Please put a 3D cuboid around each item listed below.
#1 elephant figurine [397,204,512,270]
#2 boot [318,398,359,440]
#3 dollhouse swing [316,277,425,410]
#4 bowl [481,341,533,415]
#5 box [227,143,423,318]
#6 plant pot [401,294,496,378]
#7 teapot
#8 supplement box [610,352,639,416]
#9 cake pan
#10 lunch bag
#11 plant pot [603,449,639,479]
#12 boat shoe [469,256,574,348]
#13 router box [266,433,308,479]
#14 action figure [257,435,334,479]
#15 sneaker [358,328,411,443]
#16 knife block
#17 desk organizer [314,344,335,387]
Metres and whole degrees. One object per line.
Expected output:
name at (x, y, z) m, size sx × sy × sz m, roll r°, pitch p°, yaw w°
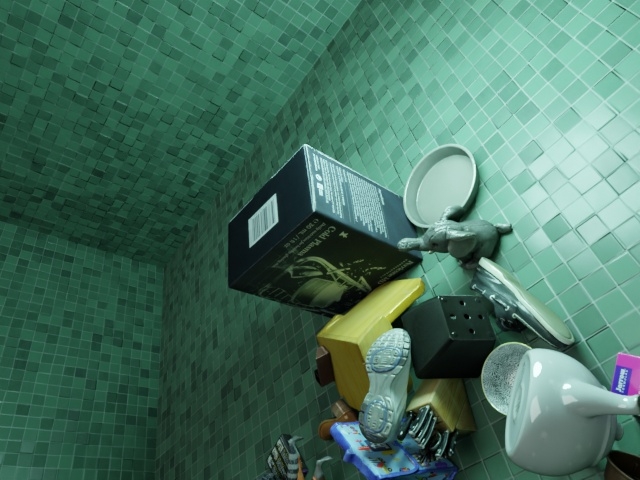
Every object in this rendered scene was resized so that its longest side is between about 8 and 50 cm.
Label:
elephant figurine at (0.374, -0.010, 1.341) m, size 0.169 × 0.239 × 0.186 m, roll 21°, pitch 89°, yaw 57°
boot at (0.072, 0.639, 1.565) m, size 0.152 × 0.073 × 0.197 m, roll 47°, pitch 130°, yaw 36°
dollhouse swing at (0.201, 0.323, 1.491) m, size 0.315 × 0.305 × 0.347 m, roll 68°, pitch 158°, yaw 0°
bowl at (0.481, 0.337, 1.141) m, size 0.170 × 0.080 × 0.170 m, roll -32°, pitch 47°, yaw 42°
box at (0.000, 0.000, 1.654) m, size 0.480 × 0.472 × 0.297 m, roll -40°, pitch 44°, yaw 36°
plant pot at (0.346, 0.239, 1.245) m, size 0.167 × 0.188 × 0.187 m, roll 112°, pitch 156°, yaw -49°
teapot at (0.475, 0.343, 0.922) m, size 0.187 × 0.256 × 0.252 m, roll 13°, pitch 103°, yaw 16°
supplement box at (0.672, 0.291, 0.871) m, size 0.220 × 0.114 × 0.111 m, roll 3°, pitch 76°, yaw 57°
cake pan at (0.398, -0.172, 1.567) m, size 0.293 × 0.054 × 0.293 m, roll -31°, pitch 48°, yaw 42°
lunch bag at (0.169, 0.576, 1.255) m, size 0.221 × 0.293 × 0.138 m, roll 32°, pitch 99°, yaw 56°
plant pot at (0.579, 0.500, 0.856) m, size 0.167 × 0.167 × 0.165 m, roll 26°, pitch 102°, yaw 57°
boat shoe at (0.480, 0.172, 1.194) m, size 0.113 × 0.127 × 0.340 m, roll -58°, pitch 33°, yaw 18°
router box at (-0.126, 0.828, 1.755) m, size 0.133 × 0.046 × 0.179 m, roll -61°, pitch 34°, yaw 10°
action figure at (-0.117, 0.828, 1.580) m, size 0.341 × 0.178 × 0.330 m, roll 9°, pitch 76°, yaw 41°
sneaker at (0.177, 0.375, 1.238) m, size 0.111 × 0.129 × 0.297 m, roll 3°, pitch 63°, yaw 32°
knife block at (0.281, 0.425, 1.228) m, size 0.088 × 0.242 × 0.275 m, roll -38°, pitch 44°, yaw 36°
desk organizer at (0.006, 0.412, 1.557) m, size 0.047 × 0.050 × 0.130 m, roll 37°, pitch 143°, yaw 54°
